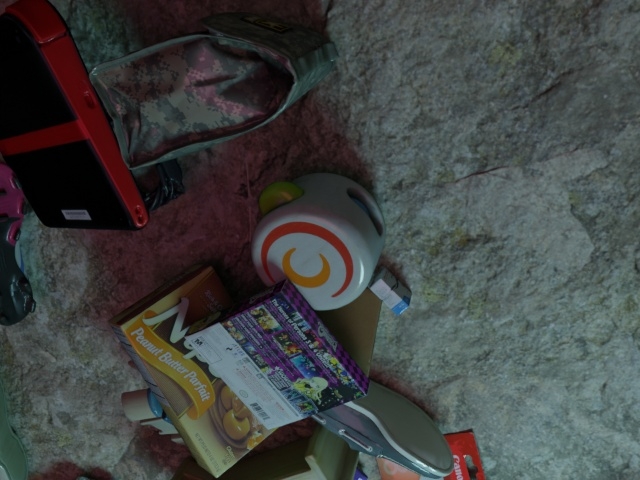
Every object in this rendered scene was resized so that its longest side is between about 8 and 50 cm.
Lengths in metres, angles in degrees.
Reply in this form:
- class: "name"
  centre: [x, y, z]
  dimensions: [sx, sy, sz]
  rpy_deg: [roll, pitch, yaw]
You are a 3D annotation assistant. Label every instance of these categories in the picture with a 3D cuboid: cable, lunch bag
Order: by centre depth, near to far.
- class: "lunch bag"
  centre: [-0.131, -0.228, 1.044]
  dimensions: [0.287, 0.235, 0.168]
  rpy_deg: [-14, 106, 18]
- class: "cable"
  centre: [-0.314, -0.135, 1.238]
  dimensions: [0.151, 0.047, 0.184]
  rpy_deg: [-17, 110, 25]

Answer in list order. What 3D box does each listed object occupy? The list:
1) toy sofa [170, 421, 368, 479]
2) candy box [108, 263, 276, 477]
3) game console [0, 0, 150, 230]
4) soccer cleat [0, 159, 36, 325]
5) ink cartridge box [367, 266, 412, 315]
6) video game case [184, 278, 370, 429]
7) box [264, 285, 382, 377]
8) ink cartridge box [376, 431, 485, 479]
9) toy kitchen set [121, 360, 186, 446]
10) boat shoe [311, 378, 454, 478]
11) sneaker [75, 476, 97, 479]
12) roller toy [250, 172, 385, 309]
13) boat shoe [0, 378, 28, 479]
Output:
- class: "toy sofa"
  centre: [-0.103, 0.467, 1.379]
  dimensions: [0.363, 0.150, 0.177]
  rpy_deg: [-24, 104, 21]
- class: "candy box"
  centre: [-0.198, 0.220, 1.277]
  dimensions: [0.088, 0.183, 0.316]
  rpy_deg: [-3, 119, 60]
- class: "game console"
  centre: [-0.419, -0.172, 1.134]
  dimensions: [0.387, 0.060, 0.341]
  rpy_deg: [3, 123, 51]
- class: "soccer cleat"
  centre: [-0.591, 0.001, 1.306]
  dimensions: [0.143, 0.116, 0.331]
  rpy_deg: [25, 125, 30]
- class: "ink cartridge box"
  centre: [0.110, 0.077, 1.219]
  dimensions: [0.083, 0.048, 0.028]
  rpy_deg: [44, 115, -7]
- class: "video game case"
  centre: [-0.070, 0.191, 1.192]
  dimensions: [0.210, 0.041, 0.232]
  rpy_deg: [-27, 112, 29]
- class: "box"
  centre: [-0.006, 0.147, 1.249]
  dimensions: [0.201, 0.021, 0.164]
  rpy_deg: [10, 82, 10]
- class: "ink cartridge box"
  centre: [0.201, 0.429, 1.333]
  dimensions: [0.179, 0.045, 0.145]
  rpy_deg: [-13, 95, 21]
- class: "toy kitchen set"
  centre: [-0.249, 0.268, 1.379]
  dimensions: [0.122, 0.166, 0.207]
  rpy_deg: [-13, 145, 22]
- class: "boat shoe"
  centre: [0.085, 0.317, 1.298]
  dimensions: [0.320, 0.116, 0.099]
  rpy_deg: [35, 122, 2]
- class: "sneaker"
  centre: [-0.510, 0.546, 1.554]
  dimensions: [0.232, 0.090, 0.115]
  rpy_deg: [-10, 103, 7]
- class: "roller toy"
  centre: [0.000, 0.000, 1.160]
  dimensions: [0.191, 0.146, 0.209]
  rpy_deg: [15, 125, 9]
- class: "boat shoe"
  centre: [-0.692, 0.374, 1.493]
  dimensions: [0.113, 0.127, 0.339]
  rpy_deg: [-6, 121, 3]
